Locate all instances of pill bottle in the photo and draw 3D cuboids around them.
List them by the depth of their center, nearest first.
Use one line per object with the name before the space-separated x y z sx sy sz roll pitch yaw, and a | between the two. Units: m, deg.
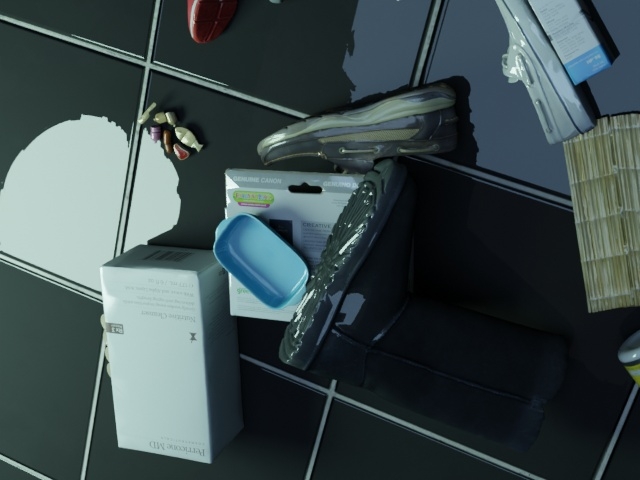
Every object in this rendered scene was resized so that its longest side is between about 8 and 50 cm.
pill bottle | 0.564 0.225 1.390 0.103 0.103 0.184 -37 90 27

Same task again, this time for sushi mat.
sushi mat | 0.479 -0.041 1.389 0.151 0.019 0.316 -6 103 25

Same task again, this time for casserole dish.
casserole dish | -0.095 0.032 1.485 0.188 0.037 0.114 42 115 7

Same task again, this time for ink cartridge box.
ink cartridge box | 0.365 -0.327 1.300 0.060 0.104 0.180 -28 95 27
ink cartridge box | 0.000 0.000 1.531 0.309 0.130 0.271 5 108 20

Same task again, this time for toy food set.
toy food set | -0.280 -0.199 1.647 0.122 0.019 0.078 46 117 -5

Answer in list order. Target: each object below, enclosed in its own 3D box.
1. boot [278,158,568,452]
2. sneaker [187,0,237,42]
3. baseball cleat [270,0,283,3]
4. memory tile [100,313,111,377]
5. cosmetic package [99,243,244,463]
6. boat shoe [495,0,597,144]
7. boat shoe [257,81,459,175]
boot | 0.209 0.114 1.388 0.445 0.146 0.367 23 108 -14
sneaker | -0.206 -0.464 1.518 0.128 0.087 0.221 43 129 33
baseball cleat | -0.007 -0.460 1.428 0.109 0.072 0.206 33 119 2
memory tile | -0.409 0.228 1.811 0.113 0.012 0.148 13 112 41
cosmetic package | -0.280 0.213 1.694 0.217 0.156 0.385 3 106 20
boat shoe | 0.323 -0.272 1.345 0.088 0.096 0.267 -28 99 28
boat shoe | 0.060 -0.159 1.459 0.355 0.132 0.130 -11 101 25
